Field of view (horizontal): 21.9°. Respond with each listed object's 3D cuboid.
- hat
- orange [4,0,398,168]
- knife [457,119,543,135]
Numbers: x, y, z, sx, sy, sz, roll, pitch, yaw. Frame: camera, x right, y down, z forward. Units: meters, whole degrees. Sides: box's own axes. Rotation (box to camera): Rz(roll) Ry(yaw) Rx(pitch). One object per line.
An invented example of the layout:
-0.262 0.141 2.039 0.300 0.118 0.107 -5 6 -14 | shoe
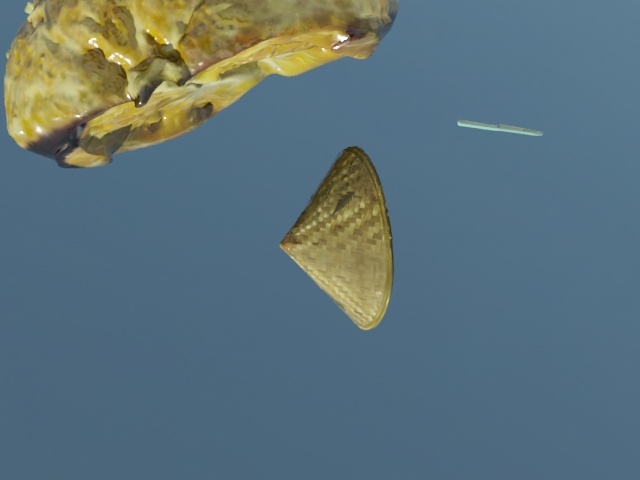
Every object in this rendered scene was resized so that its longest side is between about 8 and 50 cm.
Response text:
0.000 0.000 1.282 0.067 0.146 0.146 -5 -134 -18 | hat
-0.118 -0.205 1.483 0.271 0.369 0.210 -1 -110 -68 | orange
0.189 -0.118 1.736 0.091 0.005 0.014 9 -159 12 | knife
